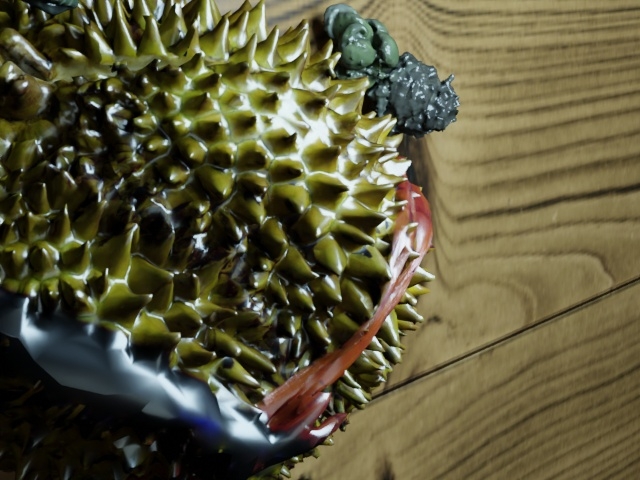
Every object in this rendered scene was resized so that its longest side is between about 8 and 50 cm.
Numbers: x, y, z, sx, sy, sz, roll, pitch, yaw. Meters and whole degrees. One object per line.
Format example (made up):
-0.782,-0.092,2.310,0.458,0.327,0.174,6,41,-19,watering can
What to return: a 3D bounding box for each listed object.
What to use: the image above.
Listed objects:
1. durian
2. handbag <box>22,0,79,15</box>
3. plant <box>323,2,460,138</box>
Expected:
-0.102,0.012,0.658,0.348,0.347,0.384,-53,144,-23,durian
-0.241,-0.232,0.462,0.240,0.340,0.247,21,86,-63,handbag
0.062,-0.148,0.950,0.087,0.085,0.174,-46,130,10,plant
